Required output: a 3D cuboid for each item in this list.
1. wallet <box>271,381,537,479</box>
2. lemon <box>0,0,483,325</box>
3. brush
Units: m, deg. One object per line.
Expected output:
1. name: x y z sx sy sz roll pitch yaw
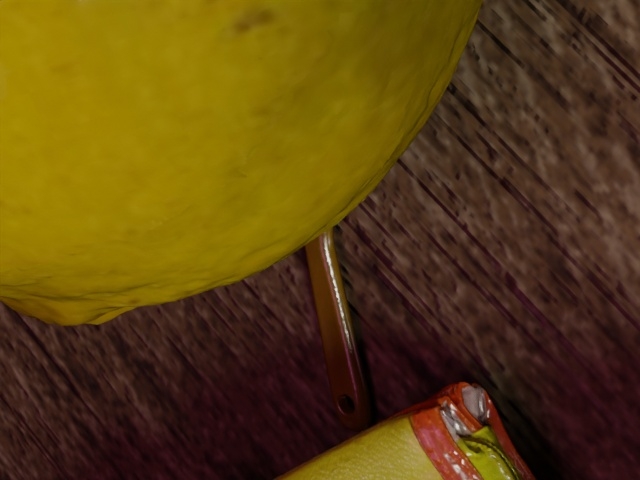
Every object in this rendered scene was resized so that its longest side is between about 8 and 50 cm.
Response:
1. wallet: 0.074 0.177 0.754 0.141 0.067 0.241 -35 85 43
2. lemon: -0.080 -0.127 0.620 0.297 0.297 0.297 20 120 39
3. brush: 0.000 0.000 0.787 0.043 0.014 0.170 1 109 44
